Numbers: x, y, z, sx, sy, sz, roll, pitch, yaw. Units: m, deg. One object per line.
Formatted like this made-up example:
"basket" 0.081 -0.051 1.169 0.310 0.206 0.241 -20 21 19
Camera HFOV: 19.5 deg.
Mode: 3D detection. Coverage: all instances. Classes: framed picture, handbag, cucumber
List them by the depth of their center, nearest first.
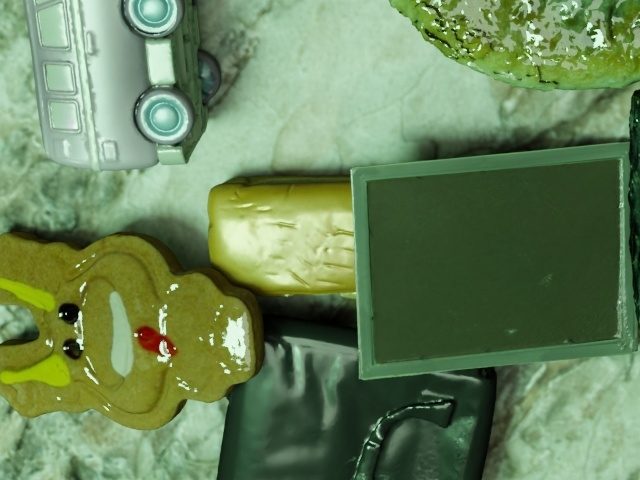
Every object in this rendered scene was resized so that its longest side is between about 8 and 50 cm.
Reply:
"cucumber" 0.288 -0.029 1.590 0.062 0.078 0.211 3 111 41
"framed picture" 0.152 0.017 1.616 0.252 0.014 0.197 -5 107 -7
"handbag" 0.027 0.205 1.717 0.244 0.088 0.275 11 109 3

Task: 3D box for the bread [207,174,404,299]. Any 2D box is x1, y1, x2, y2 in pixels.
"bread" 0.000 0.000 1.651 0.200 0.077 0.116 0 103 10

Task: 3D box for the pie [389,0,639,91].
"pie" 0.192 -0.266 1.510 0.371 0.078 0.296 13 114 4

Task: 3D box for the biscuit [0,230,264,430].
"biscuit" -0.187 0.079 1.677 0.295 0.044 0.186 -3 100 28

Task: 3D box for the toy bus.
"toy bus" -0.169 -0.170 1.575 0.142 0.142 0.202 0 111 10
